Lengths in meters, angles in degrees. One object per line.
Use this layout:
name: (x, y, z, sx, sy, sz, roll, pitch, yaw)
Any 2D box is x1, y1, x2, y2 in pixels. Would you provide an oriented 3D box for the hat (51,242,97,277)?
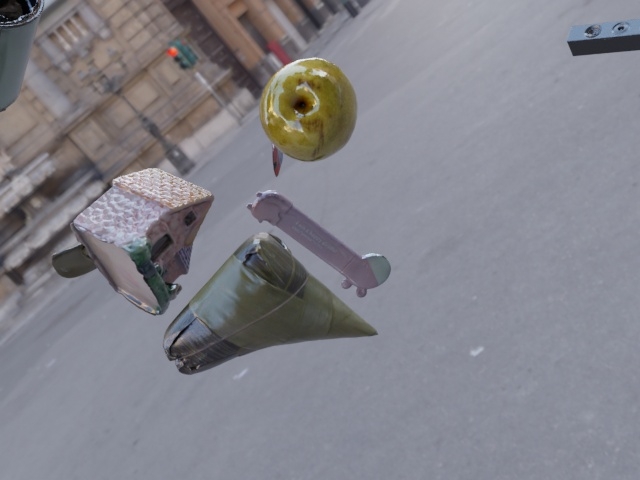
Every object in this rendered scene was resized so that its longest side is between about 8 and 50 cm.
hat: (-0.554, 0.007, 1.799, 0.175, 0.085, 0.147, -22, -33, -38)

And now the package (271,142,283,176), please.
package: (-0.114, -0.262, 2.063, 0.022, 0.083, 0.200, -4, 40, 7)

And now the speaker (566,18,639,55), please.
speaker: (0.557, -0.375, 1.413, 0.191, 0.046, 0.040, 4, 62, 37)

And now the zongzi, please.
zongzi: (-0.093, 0.180, 1.424, 0.289, 0.317, 0.154, -48, 13, 7)

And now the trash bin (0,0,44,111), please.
trash bin: (-0.713, -0.428, 1.598, 0.262, 0.217, 0.277, -50, 39, 45)

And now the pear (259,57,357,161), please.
pear: (-0.020, -0.264, 1.566, 0.209, 0.209, 0.209, -37, 15, 12)

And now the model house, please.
model house: (-0.332, -0.007, 1.587, 0.202, 0.237, 0.237, 19, 56, 35)

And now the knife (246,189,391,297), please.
knife: (0.000, 0.000, 1.882, 0.132, 0.398, 0.038, -49, 20, 15)
